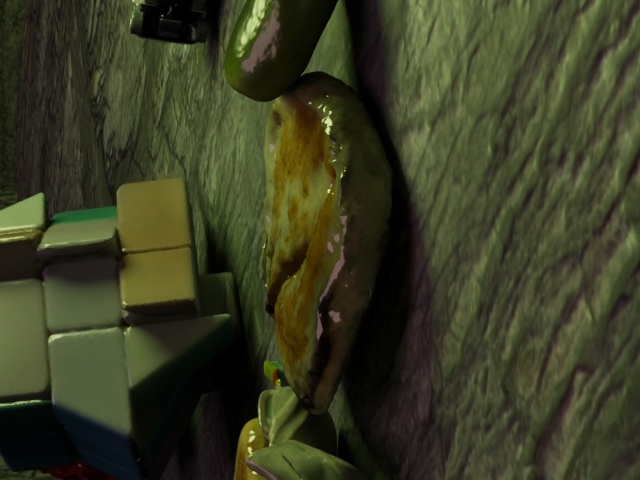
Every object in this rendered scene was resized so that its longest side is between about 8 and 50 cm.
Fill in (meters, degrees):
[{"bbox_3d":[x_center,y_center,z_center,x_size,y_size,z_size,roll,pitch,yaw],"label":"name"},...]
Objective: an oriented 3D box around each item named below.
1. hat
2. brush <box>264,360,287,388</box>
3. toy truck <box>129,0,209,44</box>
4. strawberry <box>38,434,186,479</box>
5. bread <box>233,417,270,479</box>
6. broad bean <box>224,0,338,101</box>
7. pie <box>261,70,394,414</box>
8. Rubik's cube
[{"bbox_3d":[0.017,0.254,1.628,0.226,0.164,0.219,-52,-43,-52],"label":"hat"},{"bbox_3d":[-0.046,0.151,1.904,0.083,0.021,0.019,-138,47,-75],"label":"brush"},{"bbox_3d":[-0.170,-0.339,2.073,0.216,0.110,0.116,110,164,-56],"label":"toy truck"},{"bbox_3d":[-0.344,0.202,2.430,0.310,0.291,0.292,27,-131,-60],"label":"strawberry"},{"bbox_3d":[-0.044,0.279,1.816,0.134,0.085,0.173,-104,17,-46],"label":"bread"},{"bbox_3d":[-0.029,-0.212,1.592,0.124,0.082,0.174,-139,66,-69],"label":"broad bean"},{"bbox_3d":[-0.001,0.000,1.621,0.339,0.077,0.339,-179,90,-78],"label":"pie"},{"bbox_3d":[-0.280,0.117,2.140,0.387,0.358,0.368,96,168,-68],"label":"Rubik's cube"}]
